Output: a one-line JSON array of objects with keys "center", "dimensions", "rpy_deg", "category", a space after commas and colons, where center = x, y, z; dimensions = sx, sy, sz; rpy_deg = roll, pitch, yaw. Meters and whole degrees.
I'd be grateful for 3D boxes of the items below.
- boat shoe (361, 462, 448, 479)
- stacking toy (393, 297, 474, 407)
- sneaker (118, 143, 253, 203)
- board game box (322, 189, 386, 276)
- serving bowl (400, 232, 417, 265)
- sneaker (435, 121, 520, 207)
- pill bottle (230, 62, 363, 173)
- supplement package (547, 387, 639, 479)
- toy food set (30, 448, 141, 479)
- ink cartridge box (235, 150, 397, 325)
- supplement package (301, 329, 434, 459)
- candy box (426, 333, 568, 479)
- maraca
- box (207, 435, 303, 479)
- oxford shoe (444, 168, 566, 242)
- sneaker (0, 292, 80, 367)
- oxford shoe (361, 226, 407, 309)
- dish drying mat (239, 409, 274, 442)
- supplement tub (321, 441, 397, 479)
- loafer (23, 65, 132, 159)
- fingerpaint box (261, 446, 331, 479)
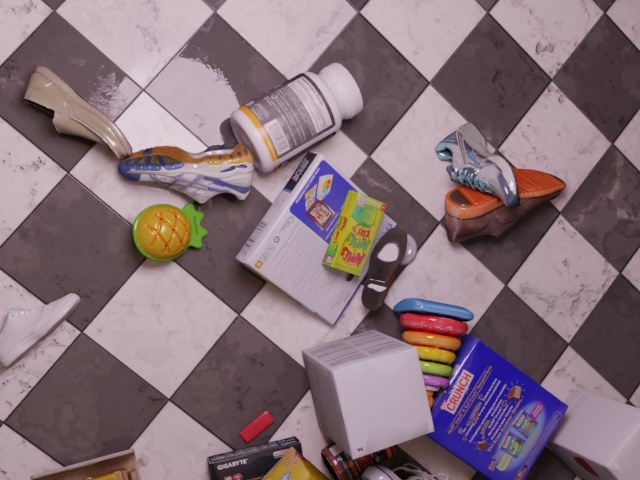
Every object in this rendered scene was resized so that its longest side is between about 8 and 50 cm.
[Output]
[{"center": [0.238, 0.611, 1.780], "dimensions": [0.156, 0.136, 0.367], "rpy_deg": [-48, 121, -18], "category": "boat shoe"}, {"center": [0.255, 0.297, 1.766], "dimensions": [0.165, 0.175, 0.302], "rpy_deg": [12, 79, -14], "category": "stacking toy"}, {"center": [-0.297, -0.135, 1.653], "dimensions": [0.296, 0.112, 0.131], "rpy_deg": [0, 124, 0], "category": "sneaker"}, {"center": [0.080, -0.016, 1.729], "dimensions": [0.092, 0.043, 0.181], "rpy_deg": [20, 91, -38], "category": "board game box"}, {"center": [0.204, 0.021, 1.843], "dimensions": [0.083, 0.027, 0.083], "rpy_deg": [-1, 92, -16], "category": "serving bowl"}, {"center": [0.377, -0.161, 1.797], "dimensions": [0.122, 0.283, 0.110], "rpy_deg": [-28, 138, -3], "category": "sneaker"}, {"center": [-0.052, -0.284, 1.695], "dimensions": [0.278, 0.162, 0.162], "rpy_deg": [-32, 99, -14], "category": "pill bottle"}, {"center": [0.728, 0.516, 1.864], "dimensions": [0.175, 0.293, 0.177], "rpy_deg": [-45, 101, -11], "category": "supplement package"}, {"center": [-0.485, 0.625, 1.619], "dimensions": [0.219, 0.092, 0.306], "rpy_deg": [-13, 95, -15], "category": "toy food set"}, {"center": [0.000, 0.000, 1.745], "dimensions": [0.307, 0.072, 0.304], "rpy_deg": [40, 79, -38], "category": "ink cartridge box"}, {"center": [0.101, 0.340, 1.695], "dimensions": [0.198, 0.262, 0.199], "rpy_deg": [-14, 95, -15], "category": "supplement package"}, {"center": [0.415, 0.429, 1.862], "dimensions": [0.317, 0.122, 0.268], "rpy_deg": [37, 82, -15], "category": "candy box"}, {"center": [-0.334, -0.022, 1.654], "dimensions": [0.185, 0.099, 0.127], "rpy_deg": [-15, 98, -41], "category": "maraca"}, {"center": [-0.143, 0.571, 1.738], "dimensions": [0.220, 0.051, 0.175], "rpy_deg": [-9, 94, -16], "category": "box"}, {"center": [0.464, -0.090, 1.889], "dimensions": [0.363, 0.130, 0.133], "rpy_deg": [-14, 126, -21], "category": "oxford shoe"}, {"center": [-0.618, 0.171, 1.587], "dimensions": [0.212, 0.080, 0.094], "rpy_deg": [-41, 89, -11], "category": "sneaker"}, {"center": [0.153, 0.067, 1.806], "dimensions": [0.076, 0.076, 0.212], "rpy_deg": [23, 87, 11], "category": "oxford shoe"}, {"center": [-0.150, 0.440, 1.757], "dimensions": [0.083, 0.008, 0.032], "rpy_deg": [-38, 100, -11], "category": "dish drying mat"}, {"center": [0.107, 0.497, 1.782], "dimensions": [0.198, 0.106, 0.106], "rpy_deg": [-30, 99, -14], "category": "supplement tub"}, {"center": [-0.522, -0.257, 1.597], "dimensions": [0.268, 0.102, 0.092], "rpy_deg": [40, 82, -4], "category": "loafer"}, {"center": [-0.075, 0.763, 1.667], "dimensions": [0.445, 0.163, 0.371], "rpy_deg": [-46, 109, -6], "category": "fingerpaint box"}]
